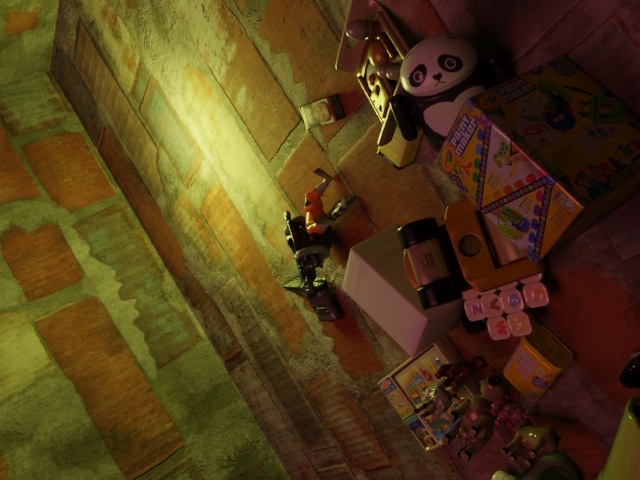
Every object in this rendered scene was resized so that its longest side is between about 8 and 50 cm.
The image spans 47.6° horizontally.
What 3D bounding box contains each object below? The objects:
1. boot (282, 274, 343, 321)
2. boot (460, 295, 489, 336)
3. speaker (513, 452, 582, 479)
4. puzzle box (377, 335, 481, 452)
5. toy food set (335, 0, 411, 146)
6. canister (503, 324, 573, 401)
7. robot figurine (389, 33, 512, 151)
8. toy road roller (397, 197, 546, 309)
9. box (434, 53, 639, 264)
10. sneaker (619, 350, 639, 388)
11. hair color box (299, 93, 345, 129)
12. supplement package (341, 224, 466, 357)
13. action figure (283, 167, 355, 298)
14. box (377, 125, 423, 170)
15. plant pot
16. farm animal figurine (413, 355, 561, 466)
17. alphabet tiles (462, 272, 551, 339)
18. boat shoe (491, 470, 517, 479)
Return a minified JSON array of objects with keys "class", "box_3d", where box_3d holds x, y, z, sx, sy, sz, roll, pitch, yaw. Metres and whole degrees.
[{"class":"boot","box_3d":[-0.030,0.208,2.497,0.246,0.083,0.161,4,122,56]},{"class":"boot","box_3d":[0.398,0.187,1.886,0.121,0.045,0.099,60,152,4]},{"class":"speaker","box_3d":[0.524,0.658,1.815,0.131,0.297,0.131,35,139,37]},{"class":"puzzle box","box_3d":[0.341,0.466,2.172,0.272,0.052,0.409,54,148,14]},{"class":"toy food set","box_3d":[0.118,-0.403,1.721,0.219,0.092,0.306,106,150,-48]},{"class":"canister","box_3d":[0.522,0.301,1.761,0.126,0.073,0.170,46,147,26]},{"class":"robot figurine","box_3d":[0.279,-0.295,1.527,0.174,0.209,0.278,20,147,53]},{"class":"toy road roller","box_3d":[0.351,0.021,1.665,0.330,0.241,0.202,-22,79,20]},{"class":"box","box_3d":[0.426,-0.158,1.340,0.279,0.290,0.177,50,147,21]},{"class":"sneaker","box_3d":[0.701,0.274,1.445,0.234,0.106,0.078,-11,105,58]},{"class":"hair color box","box_3d":[0.003,-0.361,2.039,0.141,0.043,0.072,-4,109,56]},{"class":"supplement package","box_3d":[0.225,0.133,1.965,0.293,0.178,0.175,44,144,29]},{"class":"action figure","box_3d":[0.000,0.000,2.206,0.330,0.179,0.341,105,154,-54]},{"class":"box","box_3d":[0.208,-0.287,1.783,0.087,0.058,0.232,44,145,28]},{"class":"plant pot","box_3d":[0.698,0.455,1.469,0.276,0.276,0.253,23,122,46]},{"class":"farm animal figurine","box_3d":[0.438,0.445,1.870,0.330,0.172,0.326,47,142,20]},{"class":"alphabet tiles","box_3d":[0.421,0.095,1.738,0.278,0.021,0.284,-24,79,57]},{"class":"boat shoe","box_3d":[0.506,0.812,2.119,0.156,0.136,0.367,32,135,40]}]
